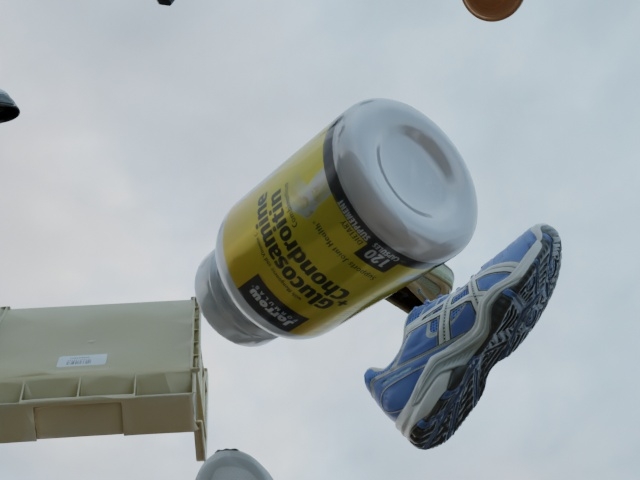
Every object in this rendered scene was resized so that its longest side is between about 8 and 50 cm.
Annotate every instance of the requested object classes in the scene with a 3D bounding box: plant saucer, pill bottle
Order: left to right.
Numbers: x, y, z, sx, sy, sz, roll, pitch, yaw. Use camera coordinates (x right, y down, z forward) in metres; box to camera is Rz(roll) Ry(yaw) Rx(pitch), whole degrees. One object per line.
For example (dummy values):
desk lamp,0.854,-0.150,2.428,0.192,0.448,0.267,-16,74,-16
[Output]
pill bottle,0.000,0.000,0.569,0.103,0.103,0.184,37,-44,-18
plant saucer,0.207,-0.307,1.119,0.084,0.013,0.083,12,-65,27

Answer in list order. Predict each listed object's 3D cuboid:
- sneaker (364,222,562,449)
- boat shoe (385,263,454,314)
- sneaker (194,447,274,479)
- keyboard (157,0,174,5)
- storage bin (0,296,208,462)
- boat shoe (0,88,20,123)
sneaker,0.117,0.064,0.751,0.211,0.081,0.080,-49,-37,-9
boat shoe,0.053,0.028,0.920,0.190,0.072,0.068,26,-33,-17
sneaker,-0.051,0.191,0.503,0.071,0.190,0.083,-14,-44,7
keyboard,-0.157,-0.328,0.893,0.023,0.108,0.180,13,-30,25
storage bin,-0.267,0.172,1.096,0.262,0.260,0.123,-2,-72,-6
boat shoe,-0.443,-0.162,1.166,0.040,0.142,0.049,38,-55,18
